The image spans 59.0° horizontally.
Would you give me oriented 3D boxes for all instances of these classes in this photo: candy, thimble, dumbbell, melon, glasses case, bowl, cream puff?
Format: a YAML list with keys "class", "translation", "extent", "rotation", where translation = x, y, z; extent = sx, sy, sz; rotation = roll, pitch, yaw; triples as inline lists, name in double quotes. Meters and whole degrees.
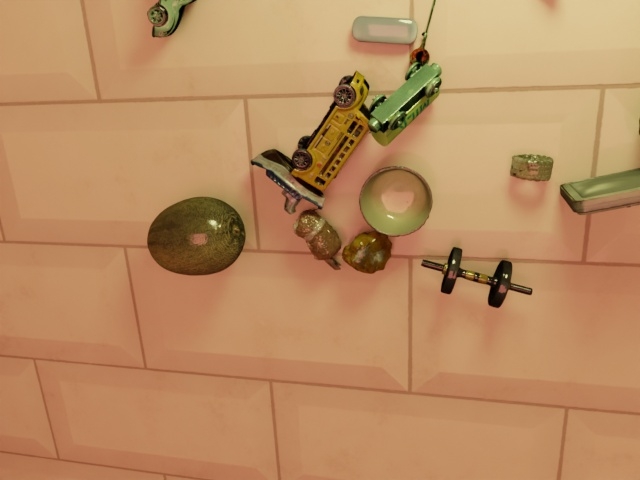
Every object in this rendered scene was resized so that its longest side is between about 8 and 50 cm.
- class: "candy"
  translation: [0.284, -0.557, 1.528]
  extent: [0.056, 0.049, 0.184]
  rotation: [7, 105, -22]
- class: "thimble"
  translation: [0.579, -0.201, 1.555]
  extent: [0.110, 0.084, 0.062]
  rotation: [4, 111, 10]
- class: "dumbbell"
  translation: [0.458, 0.108, 1.667]
  extent: [0.326, 0.143, 0.143]
  rotation: [15, 112, 9]
- class: "melon"
  translation: [-0.392, -0.012, 1.778]
  extent: [0.329, 0.248, 0.248]
  rotation: [-7, 108, 23]
- class: "glasses case"
  translation: [0.174, -0.573, 1.541]
  extent: [0.179, 0.045, 0.067]
  rotation: [7, 111, 11]
- class: "bowl"
  translation: [0.224, -0.126, 1.656]
  extent: [0.211, 0.112, 0.211]
  rotation: [4, 111, 11]
- class: "cream puff"
  translation: [0.139, 0.032, 1.740]
  extent: [0.146, 0.116, 0.146]
  rotation: [-10, 111, -28]

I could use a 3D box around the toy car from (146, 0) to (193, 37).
- class: "toy car"
  translation: [-0.398, -0.714, 1.589]
  extent: [0.125, 0.136, 0.305]
  rotation: [13, 115, -14]

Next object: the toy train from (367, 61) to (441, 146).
- class: "toy train"
  translation: [0.227, -0.361, 1.514]
  extent: [0.105, 0.157, 0.253]
  rotation: [42, 81, 18]

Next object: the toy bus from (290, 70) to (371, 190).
- class: "toy bus"
  translation: [0.049, -0.312, 1.616]
  extent: [0.151, 0.145, 0.331]
  rotation: [33, 117, -8]

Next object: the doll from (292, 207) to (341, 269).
- class: "doll"
  translation: [0.002, 0.004, 1.761]
  extent: [0.115, 0.105, 0.221]
  rotation: [-28, 99, 14]

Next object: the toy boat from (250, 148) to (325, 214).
- class: "toy boat"
  translation: [-0.104, -0.170, 1.717]
  extent: [0.262, 0.114, 0.115]
  rotation: [45, 109, 4]

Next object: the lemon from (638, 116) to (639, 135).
- class: "lemon"
  translation: [0.893, -0.288, 1.363]
  extent: [0.219, 0.240, 0.240]
  rotation: [2, 110, 17]

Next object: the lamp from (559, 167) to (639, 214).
- class: "lamp"
  translation: [0.765, -0.135, 1.434]
  extent: [0.269, 0.266, 0.047]
  rotation: [-11, 103, 18]
